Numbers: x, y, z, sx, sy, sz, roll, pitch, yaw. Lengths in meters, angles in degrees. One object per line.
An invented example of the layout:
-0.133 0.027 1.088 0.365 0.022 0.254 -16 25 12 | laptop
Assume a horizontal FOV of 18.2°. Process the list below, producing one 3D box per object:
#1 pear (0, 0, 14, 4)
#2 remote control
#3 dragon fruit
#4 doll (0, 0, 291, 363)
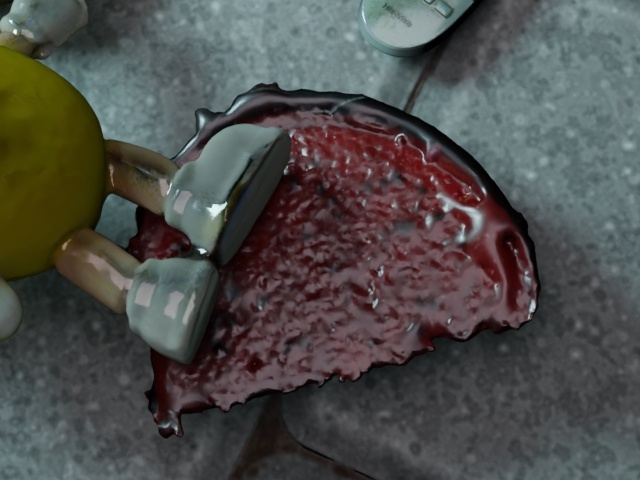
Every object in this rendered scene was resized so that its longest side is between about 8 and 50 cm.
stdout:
-0.291 -0.290 1.767 0.167 0.136 0.167 -1 76 3 | pear
0.130 -0.261 1.754 0.097 0.045 0.256 40 82 13 | remote control
0.000 0.000 1.678 0.343 0.100 0.282 -15 75 5 | dragon fruit
-0.236 -0.067 1.607 0.348 0.161 0.423 -37 74 -26 | doll
